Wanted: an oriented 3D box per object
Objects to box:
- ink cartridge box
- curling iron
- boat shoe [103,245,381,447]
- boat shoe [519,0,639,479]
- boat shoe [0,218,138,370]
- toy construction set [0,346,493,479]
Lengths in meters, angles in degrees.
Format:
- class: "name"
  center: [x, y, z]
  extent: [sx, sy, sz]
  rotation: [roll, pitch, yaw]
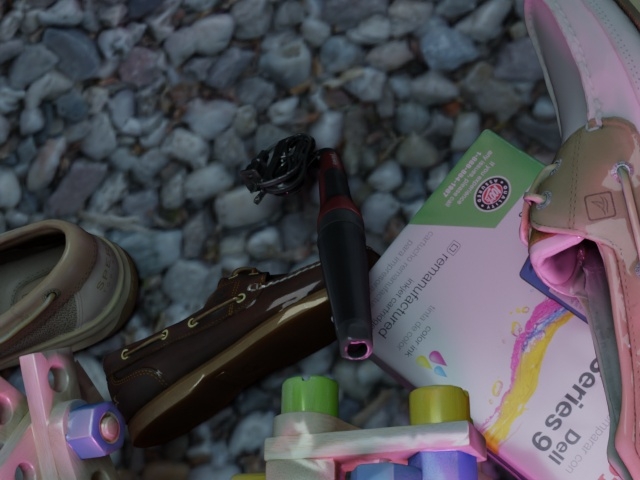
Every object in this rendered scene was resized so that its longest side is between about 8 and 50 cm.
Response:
- class: "ink cartridge box"
  center: [0.139, 0.059, 0.732]
  extent: [0.212, 0.093, 0.154]
  rotation: [38, 85, 27]
- class: "curling iron"
  center: [0.000, 0.000, 0.768]
  extent: [0.068, 0.035, 0.274]
  rotation: [-24, 29, 1]
- class: "boat shoe"
  center: [-0.052, 0.055, 0.817]
  extent: [0.207, 0.073, 0.073]
  rotation: [-30, 63, 7]
- class: "boat shoe"
  center: [0.154, -0.014, 0.642]
  extent: [0.103, 0.113, 0.302]
  rotation: [-19, 62, 2]
- class: "boat shoe"
  center: [-0.281, 0.063, 0.886]
  extent: [0.302, 0.098, 0.109]
  rotation: [-22, 63, 11]
- class: "toy construction set"
  center: [-0.043, 0.149, 0.680]
  extent: [0.327, 0.215, 0.151]
  rotation: [2, 72, 35]
